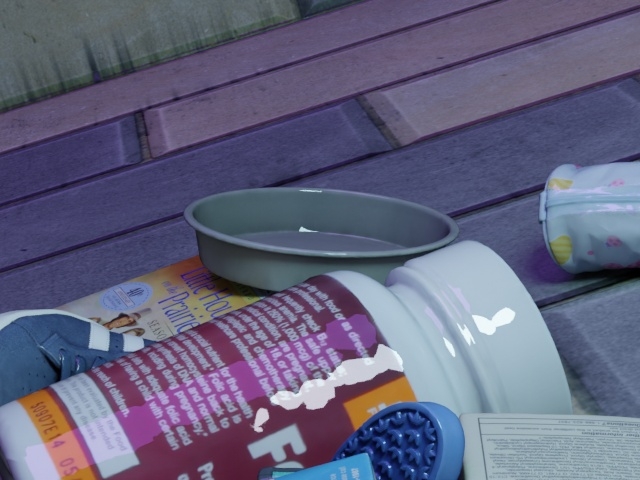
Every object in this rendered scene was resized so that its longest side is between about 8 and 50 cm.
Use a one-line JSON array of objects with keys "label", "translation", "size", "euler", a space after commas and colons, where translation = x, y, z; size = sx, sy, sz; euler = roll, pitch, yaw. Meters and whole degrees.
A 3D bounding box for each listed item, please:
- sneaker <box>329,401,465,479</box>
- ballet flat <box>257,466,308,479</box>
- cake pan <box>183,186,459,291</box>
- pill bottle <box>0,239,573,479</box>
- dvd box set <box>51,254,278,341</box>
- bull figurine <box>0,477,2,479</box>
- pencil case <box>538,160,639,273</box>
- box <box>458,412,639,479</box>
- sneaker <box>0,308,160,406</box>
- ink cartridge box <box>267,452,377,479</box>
[{"label": "sneaker", "translation": [0.046, 0.193, 1.162], "size": [0.090, 0.232, 0.081], "euler": [-2, 43, -42]}, {"label": "ballet flat", "translation": [-0.050, 0.232, 1.142], "size": [0.074, 0.203, 0.074], "euler": [19, 21, -7]}, {"label": "cake pan", "translation": [0.000, 0.000, 1.859], "size": [0.293, 0.054, 0.293], "euler": [3, 14, -1]}, {"label": "pill bottle", "translation": [-0.026, 0.156, 1.301], "size": [0.392, 0.224, 0.224], "euler": [-22, 19, -15]}, {"label": "dvd box set", "translation": [-0.241, 0.134, 1.795], "size": [0.421, 0.062, 0.307], "euler": [-20, 19, -10]}, {"label": "bull figurine", "translation": [-0.361, 0.273, 1.340], "size": [0.310, 0.101, 0.188], "euler": [-39, 7, 11]}, {"label": "pencil case", "translation": [0.347, -0.027, 1.672], "size": [0.273, 0.113, 0.124], "euler": [-3, 1, 37]}, {"label": "box", "translation": [0.156, 0.224, 1.058], "size": [0.148, 0.121, 0.311], "euler": [3, 20, 2]}, {"label": "sneaker", "translation": [-0.145, 0.131, 1.436], "size": [0.148, 0.131, 0.350], "euler": [3, -5, 32]}, {"label": "ink cartridge box", "translation": [-0.069, 0.281, 1.015], "size": [0.270, 0.197, 0.198], "euler": [-16, 19, 2]}]
